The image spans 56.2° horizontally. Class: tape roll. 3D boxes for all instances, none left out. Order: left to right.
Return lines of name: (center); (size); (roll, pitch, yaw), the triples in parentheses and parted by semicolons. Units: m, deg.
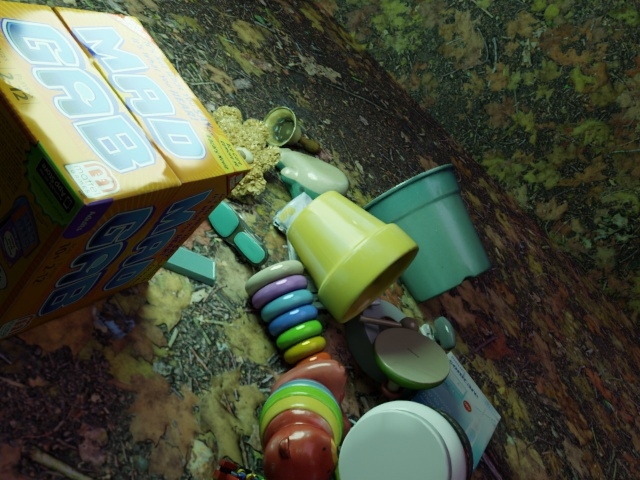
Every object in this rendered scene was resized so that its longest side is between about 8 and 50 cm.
tape roll: (0.168, 0.262, 1.555); (0.219, 0.072, 0.219); (32, 36, -26)

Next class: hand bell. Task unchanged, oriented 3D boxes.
hand bell: (-0.066, -0.322, 1.897); (0.242, 0.126, 0.126); (17, 42, -57)

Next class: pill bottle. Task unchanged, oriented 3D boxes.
pill bottle: (0.159, 0.397, 1.074); (0.210, 0.210, 0.363); (63, 7, 22)

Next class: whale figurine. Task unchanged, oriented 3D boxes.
whale figurine: (-0.050, -0.173, 1.736); (0.272, 0.141, 0.216); (35, 24, 26)

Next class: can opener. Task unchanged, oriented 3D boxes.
can opener: (0.359, 0.351, 1.684); (0.074, 0.093, 0.280); (11, 52, -46)

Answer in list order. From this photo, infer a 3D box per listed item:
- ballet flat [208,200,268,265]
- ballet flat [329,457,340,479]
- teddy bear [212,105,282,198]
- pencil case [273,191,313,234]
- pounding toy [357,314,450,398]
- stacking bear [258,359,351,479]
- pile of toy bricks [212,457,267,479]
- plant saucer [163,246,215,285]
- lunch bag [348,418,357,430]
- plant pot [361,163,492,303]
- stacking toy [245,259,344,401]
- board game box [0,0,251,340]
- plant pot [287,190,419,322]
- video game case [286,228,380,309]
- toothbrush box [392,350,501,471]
ballet flat: (-0.196, -0.018, 1.428); (0.203, 0.074, 0.074); (47, 31, 9)
ballet flat: (0.030, 0.508, 1.125); (0.077, 0.077, 0.230); (44, 26, -40)
teddy bear: (-0.216, -0.257, 1.613); (0.245, 0.113, 0.338); (39, 32, -10)
pencil case: (0.000, 0.000, 1.595); (0.273, 0.113, 0.124); (45, 44, -4)
pounding toy: (0.188, 0.289, 1.418); (0.183, 0.110, 0.237); (3, 32, -23)
stacking bear: (-0.030, 0.338, 1.047); (0.289, 0.164, 0.175); (-69, 154, -84)
pile of toy bricks: (-0.103, 0.457, 1.010); (0.212, 0.118, 0.105); (39, 66, -35)
plant saucer: (-0.305, 0.037, 1.274); (0.192, 0.018, 0.067); (25, 38, -32)
lunch bag: (0.088, 0.430, 1.295); (0.071, 0.053, 0.083); (36, 26, -24)
plant pot: (0.333, -0.007, 1.833); (0.341, 0.341, 0.334); (-14, 75, -55)
stacking toy: (-0.043, 0.216, 1.313); (0.141, 0.141, 0.330); (-6, 67, -53)
board game box: (-0.417, -0.118, 0.979); (0.356, 0.356, 0.356); (52, 31, 7)
plant pot: (0.057, 0.023, 1.394); (0.239, 0.254, 0.254); (46, 30, 14)
video game case: (0.033, 0.069, 1.509); (0.227, 0.026, 0.206); (-1, 73, -23)
toothbrush box: (0.298, 0.440, 1.472); (0.216, 0.126, 0.296); (54, 31, 9)
